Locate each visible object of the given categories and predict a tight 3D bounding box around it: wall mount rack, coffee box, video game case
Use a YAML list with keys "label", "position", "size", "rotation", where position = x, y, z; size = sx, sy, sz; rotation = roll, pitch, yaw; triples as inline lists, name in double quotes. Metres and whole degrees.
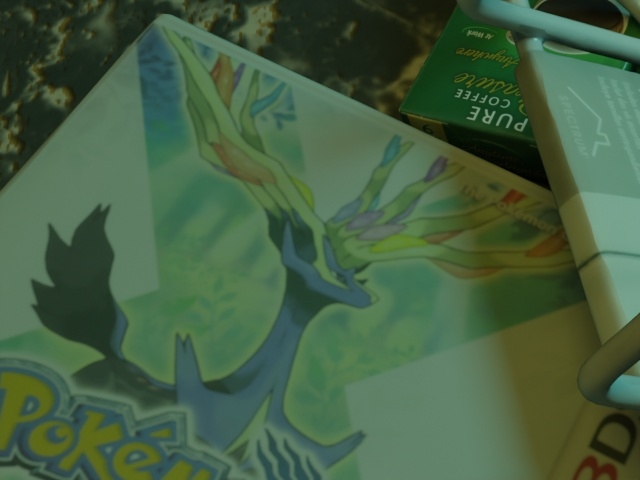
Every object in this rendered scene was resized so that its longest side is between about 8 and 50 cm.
- label: "wall mount rack"
  position: [0.223, -0.030, 0.572]
  size: [0.304, 0.130, 0.350]
  rotation: [7, 52, -27]
- label: "coffee box"
  position: [0.133, -0.120, 0.734]
  size: [0.113, 0.040, 0.184]
  rotation: [16, 65, 28]
- label: "video game case"
  position: [-0.014, 0.061, 0.581]
  size: [0.329, 0.036, 0.300]
  rotation: [26, 58, 14]
